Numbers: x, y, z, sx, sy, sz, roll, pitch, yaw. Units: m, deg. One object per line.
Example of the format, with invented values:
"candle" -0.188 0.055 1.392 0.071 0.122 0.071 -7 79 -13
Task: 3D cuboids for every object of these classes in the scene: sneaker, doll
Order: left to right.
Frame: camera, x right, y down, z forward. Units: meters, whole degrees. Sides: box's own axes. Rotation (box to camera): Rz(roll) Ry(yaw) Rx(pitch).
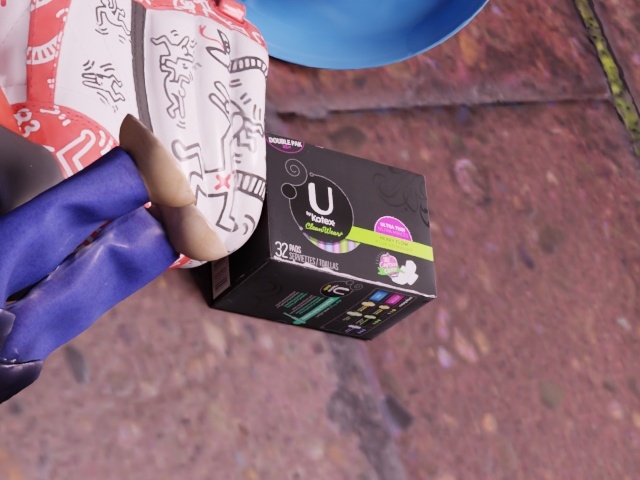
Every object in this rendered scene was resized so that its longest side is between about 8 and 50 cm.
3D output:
"doll" -0.124 0.034 0.556 0.189 0.129 0.046 -38 58 -10
"sneaker" -0.110 -0.107 0.676 0.145 0.090 0.270 -7 73 -41

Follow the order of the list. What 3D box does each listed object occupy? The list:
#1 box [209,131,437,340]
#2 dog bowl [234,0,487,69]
"box" 0.000 0.000 0.720 0.083 0.052 0.062 13 58 -30
"dog bowl" -0.043 -0.203 0.740 0.297 0.166 0.074 36 36 -15
